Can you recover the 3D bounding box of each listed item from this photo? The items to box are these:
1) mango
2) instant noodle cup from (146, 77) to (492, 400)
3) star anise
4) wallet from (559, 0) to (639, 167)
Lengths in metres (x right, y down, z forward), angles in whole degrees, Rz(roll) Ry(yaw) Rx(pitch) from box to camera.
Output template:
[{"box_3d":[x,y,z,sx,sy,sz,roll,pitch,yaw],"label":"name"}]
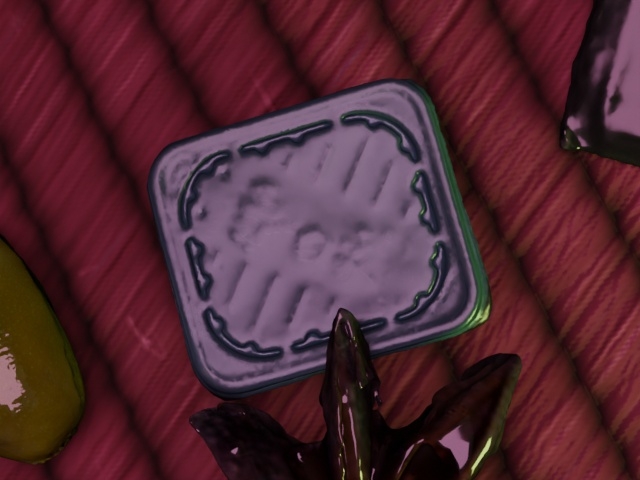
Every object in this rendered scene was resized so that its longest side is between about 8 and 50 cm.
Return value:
[{"box_3d":[-0.202,0.058,1.035,0.091,0.074,0.165,-32,82,6],"label":"mango"},{"box_3d":[0.000,0.000,1.015,0.179,0.070,0.157,-16,83,7],"label":"instant noodle cup"},{"box_3d":[0.029,0.174,0.963,0.212,0.129,0.282,-13,100,10],"label":"star anise"},{"box_3d":[0.297,-0.179,1.002,0.247,0.041,0.323,16,91,9],"label":"wallet"}]
